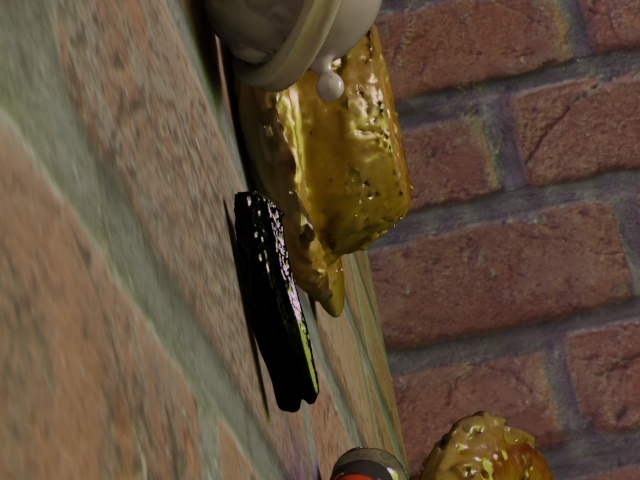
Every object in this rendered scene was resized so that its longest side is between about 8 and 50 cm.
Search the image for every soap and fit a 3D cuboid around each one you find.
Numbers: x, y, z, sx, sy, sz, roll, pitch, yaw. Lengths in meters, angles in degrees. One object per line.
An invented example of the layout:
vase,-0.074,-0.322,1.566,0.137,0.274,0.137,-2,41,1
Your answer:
soap,0.000,0.000,1.509,0.168,0.033,0.089,-99,178,-49

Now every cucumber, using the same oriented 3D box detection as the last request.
cucumber,-0.029,0.036,0.962,0.034,0.033,0.135,3,71,-47

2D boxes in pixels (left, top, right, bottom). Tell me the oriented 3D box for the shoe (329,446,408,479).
shoe,0.044,0.249,1.167,0.077,0.074,0.194,-7,82,-75

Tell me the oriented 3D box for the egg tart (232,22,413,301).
egg tart,0.000,-0.090,1.245,0.288,0.118,0.288,-9,90,-83

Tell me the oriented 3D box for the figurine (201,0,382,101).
figurine,-0.028,-0.205,1.055,0.162,0.141,0.237,-27,-118,60

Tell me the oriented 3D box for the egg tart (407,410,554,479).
egg tart,0.083,0.253,1.048,0.295,0.116,0.295,-2,90,-67
